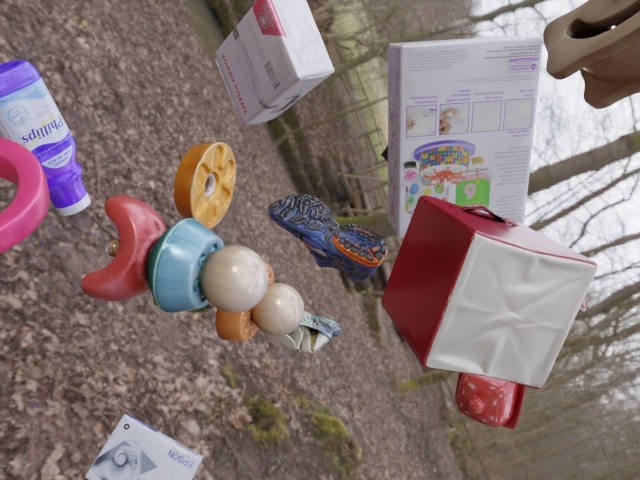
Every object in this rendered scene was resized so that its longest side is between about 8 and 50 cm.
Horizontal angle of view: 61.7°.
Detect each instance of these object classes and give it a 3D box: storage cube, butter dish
[{"bbox_3d":[0.220,0.068,0.750,0.193,0.184,0.215,-119,-135,-71],"label":"storage cube"},{"bbox_3d":[0.382,0.369,1.261,0.118,0.160,0.159,-19,119,-51],"label":"butter dish"}]

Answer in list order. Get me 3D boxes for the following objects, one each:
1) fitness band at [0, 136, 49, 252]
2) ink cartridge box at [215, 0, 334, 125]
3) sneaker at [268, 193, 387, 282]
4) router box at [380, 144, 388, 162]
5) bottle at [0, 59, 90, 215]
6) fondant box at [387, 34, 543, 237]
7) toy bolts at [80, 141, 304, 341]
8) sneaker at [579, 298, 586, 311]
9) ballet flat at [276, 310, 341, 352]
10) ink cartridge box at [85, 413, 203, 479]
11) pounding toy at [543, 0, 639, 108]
[{"bbox_3d":[-0.418,-0.032,0.509,0.209,0.291,0.054,45,-40,42],"label":"fitness band"},{"bbox_3d":[-0.092,-0.329,0.992,0.092,0.218,0.158,-23,93,-37],"label":"ink cartridge box"},{"bbox_3d":[0.000,0.000,0.878,0.083,0.221,0.087,-36,150,-41],"label":"sneaker"},{"bbox_3d":[0.253,-0.187,1.304,0.179,0.133,0.046,47,-31,4],"label":"router box"},{"bbox_3d":[-0.519,-0.178,0.987,0.118,0.092,0.282,-48,136,-39],"label":"bottle"},{"bbox_3d":[0.243,-0.180,0.945,0.096,0.238,0.330,-110,-164,-68],"label":"fondant box"},{"bbox_3d":[-0.097,0.005,0.552,0.228,0.159,0.218,10,93,-75],"label":"toy bolts"},{"bbox_3d":[0.597,0.107,1.228,0.042,0.067,0.118,34,29,-17],"label":"sneaker"},{"bbox_3d":[-0.030,0.141,0.827,0.188,0.070,0.070,33,39,-47],"label":"ballet flat"},{"bbox_3d":[-0.428,0.562,1.259,0.224,0.223,0.045,-62,174,-16],"label":"ink cartridge box"},{"bbox_3d":[0.322,-0.258,0.519,0.269,0.155,0.154,-19,-133,64],"label":"pounding toy"}]
